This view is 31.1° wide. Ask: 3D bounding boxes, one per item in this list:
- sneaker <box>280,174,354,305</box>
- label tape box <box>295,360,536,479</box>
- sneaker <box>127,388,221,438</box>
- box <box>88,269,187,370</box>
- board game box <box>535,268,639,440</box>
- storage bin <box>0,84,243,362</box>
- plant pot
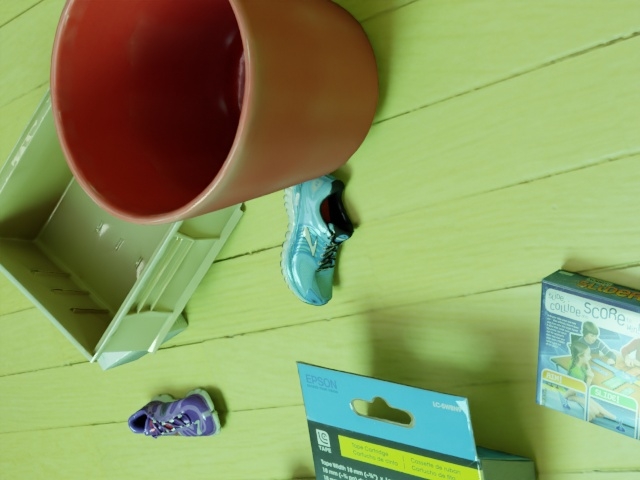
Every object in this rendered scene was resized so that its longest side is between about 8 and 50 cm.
[{"bbox_3d":[0.000,0.000,1.275,0.073,0.063,0.162,14,116,36],"label":"sneaker"},{"bbox_3d":[0.114,0.285,1.251,0.240,0.106,0.334,6,111,43],"label":"label tape box"},{"bbox_3d":[-0.199,0.248,1.562,0.170,0.071,0.068,-15,96,45],"label":"sneaker"},{"bbox_3d":[-0.254,0.101,1.521,0.102,0.087,0.101,-34,82,20],"label":"box"},{"bbox_3d":[0.295,0.116,1.057,0.201,0.035,0.136,17,118,38],"label":"board game box"},{"bbox_3d":[-0.259,-0.034,1.408,0.262,0.123,0.260,39,104,26],"label":"storage bin"},{"bbox_3d":[-0.088,-0.154,1.141,0.275,0.243,0.275,4,96,39],"label":"plant pot"}]
